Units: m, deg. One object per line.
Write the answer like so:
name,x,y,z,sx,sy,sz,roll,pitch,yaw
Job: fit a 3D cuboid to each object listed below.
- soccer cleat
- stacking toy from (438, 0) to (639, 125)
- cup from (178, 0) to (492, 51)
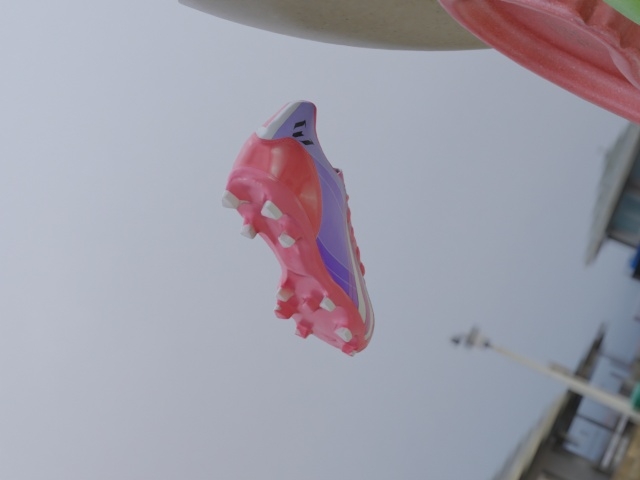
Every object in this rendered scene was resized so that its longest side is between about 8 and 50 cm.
soccer cleat,0.000,0.000,1.119,0.095,0.083,0.248,-58,-33,-23
stacking toy,0.134,-0.137,0.555,0.309,0.279,0.130,29,-90,-53
cup,0.079,-0.259,1.008,0.331,0.237,0.331,-63,5,9
